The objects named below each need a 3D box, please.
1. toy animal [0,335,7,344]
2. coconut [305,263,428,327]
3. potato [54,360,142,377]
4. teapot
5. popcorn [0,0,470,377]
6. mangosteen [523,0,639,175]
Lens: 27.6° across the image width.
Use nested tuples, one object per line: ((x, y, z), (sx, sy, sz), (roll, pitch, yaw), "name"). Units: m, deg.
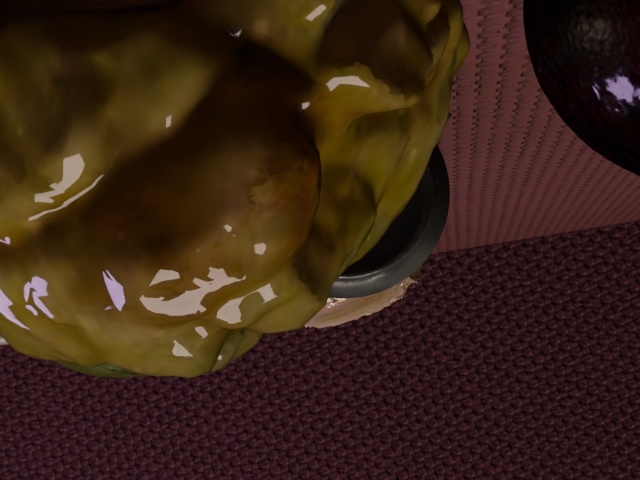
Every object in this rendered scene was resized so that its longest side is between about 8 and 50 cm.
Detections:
((-0.302, -0.027, 0.638), (0.367, 0.196, 0.241), (-1, 169, -38), "toy animal")
((-0.001, -0.003, 1.346), (0.194, 0.194, 0.194), (-9, 174, -1), "coconut")
((-0.204, 0.038, 1.304), (0.215, 0.216, 0.304), (-4, 169, -40), "potato")
((0.029, -0.048, 1.144), (0.203, 0.171, 0.225), (-39, -179, -2), "teapot")
((-0.054, -0.061, 0.565), (0.252, 0.215, 0.286), (-13, -170, 27), "popcorn")
((0.198, -0.100, 0.599), (0.216, 0.216, 0.216), (-9, 174, -1), "mangosteen")
